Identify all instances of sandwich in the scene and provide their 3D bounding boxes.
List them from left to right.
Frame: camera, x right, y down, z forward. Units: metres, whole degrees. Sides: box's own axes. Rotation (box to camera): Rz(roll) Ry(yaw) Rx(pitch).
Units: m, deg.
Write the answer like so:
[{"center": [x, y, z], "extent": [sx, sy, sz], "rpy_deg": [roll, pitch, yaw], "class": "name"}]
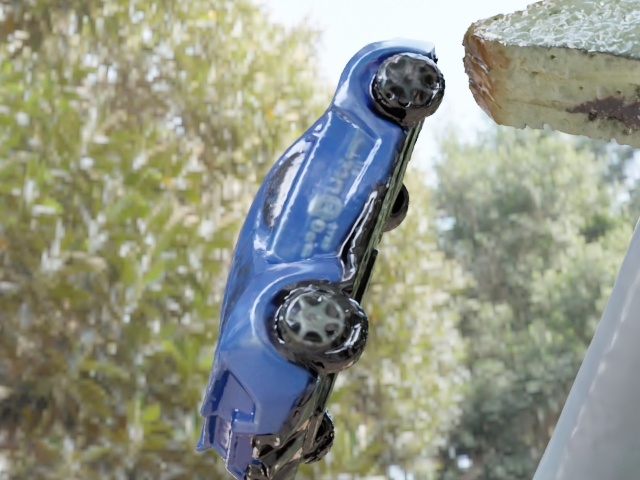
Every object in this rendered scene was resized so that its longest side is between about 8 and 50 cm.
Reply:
[{"center": [0.301, -0.136, 1.288], "extent": [0.288, 0.254, 0.100], "rpy_deg": [-17, -42, -19], "class": "sandwich"}]

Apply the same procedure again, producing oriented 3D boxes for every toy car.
[{"center": [0.000, 0.000, 0.623], "extent": [0.063, 0.216, 0.103], "rpy_deg": [17, -33, 3], "class": "toy car"}]

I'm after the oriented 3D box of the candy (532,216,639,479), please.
[{"center": [0.146, 0.037, 0.460], "extent": [0.138, 0.071, 0.174], "rpy_deg": [7, -61, -16], "class": "candy"}]
